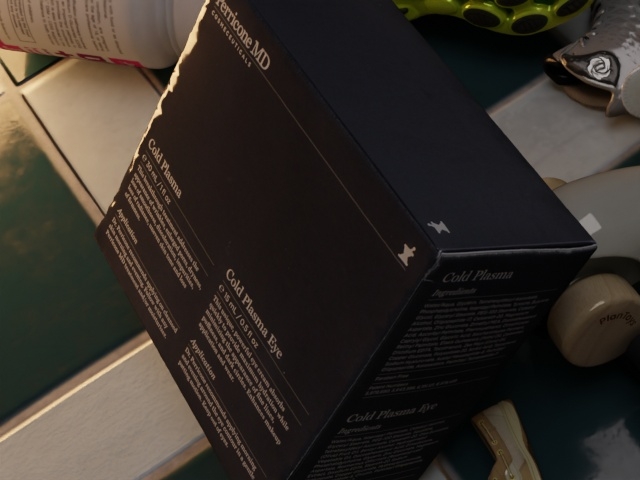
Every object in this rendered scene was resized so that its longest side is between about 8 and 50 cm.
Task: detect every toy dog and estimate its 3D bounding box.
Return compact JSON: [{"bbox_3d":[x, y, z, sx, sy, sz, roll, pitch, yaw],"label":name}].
[{"bbox_3d":[0.280,-0.056,1.080,0.220,0.161,0.334,35,83,39],"label":"toy dog"}]

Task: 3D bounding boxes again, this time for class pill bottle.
[{"bbox_3d":[-0.224,-0.272,1.401,0.283,0.160,0.160,9,62,18],"label":"pill bottle"}]

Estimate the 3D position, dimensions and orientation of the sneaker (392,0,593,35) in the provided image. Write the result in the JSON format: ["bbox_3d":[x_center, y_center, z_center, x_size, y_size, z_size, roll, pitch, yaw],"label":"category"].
[{"bbox_3d":[0.147,-0.287,1.338,0.295,0.109,0.123,9,50,33],"label":"sneaker"}]

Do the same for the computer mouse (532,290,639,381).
[{"bbox_3d":[0.331,0.063,1.144,0.262,0.060,0.184,23,66,32],"label":"computer mouse"}]

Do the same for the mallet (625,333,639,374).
[{"bbox_3d":[0.350,0.074,1.069,0.189,0.039,0.062,-24,50,-2],"label":"mallet"}]

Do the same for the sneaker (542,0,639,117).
[{"bbox_3d":[0.279,-0.220,1.306,0.132,0.086,0.229,-19,58,4],"label":"sneaker"}]

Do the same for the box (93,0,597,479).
[{"bbox_3d":[0.000,0.000,1.082,0.179,0.312,0.343,-4,48,-40],"label":"box"}]

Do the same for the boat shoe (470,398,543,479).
[{"bbox_3d":[0.165,0.200,1.102,0.045,0.050,0.135,-20,47,4],"label":"boat shoe"}]
